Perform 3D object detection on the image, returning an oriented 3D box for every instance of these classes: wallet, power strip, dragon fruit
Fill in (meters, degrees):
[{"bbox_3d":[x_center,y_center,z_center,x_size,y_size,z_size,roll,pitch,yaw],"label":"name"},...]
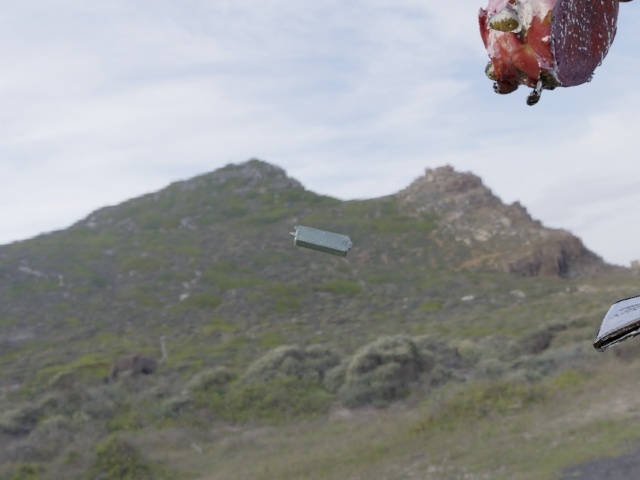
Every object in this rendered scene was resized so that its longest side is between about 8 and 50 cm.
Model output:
[{"bbox_3d":[0.547,0.123,1.356,0.137,0.031,0.255,-28,-5,27],"label":"wallet"},{"bbox_3d":[0.000,0.000,1.049,0.083,0.027,0.017,13,-41,-2],"label":"power strip"},{"bbox_3d":[0.327,-0.323,1.182,0.147,0.282,0.211,21,-18,44],"label":"dragon fruit"}]

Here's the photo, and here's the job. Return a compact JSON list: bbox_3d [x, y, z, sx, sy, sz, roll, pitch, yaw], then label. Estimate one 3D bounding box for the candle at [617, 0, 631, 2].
[{"bbox_3d":[0.158,-0.269,0.736,0.329,0.048,0.051,19,-5,18],"label":"candle"}]
